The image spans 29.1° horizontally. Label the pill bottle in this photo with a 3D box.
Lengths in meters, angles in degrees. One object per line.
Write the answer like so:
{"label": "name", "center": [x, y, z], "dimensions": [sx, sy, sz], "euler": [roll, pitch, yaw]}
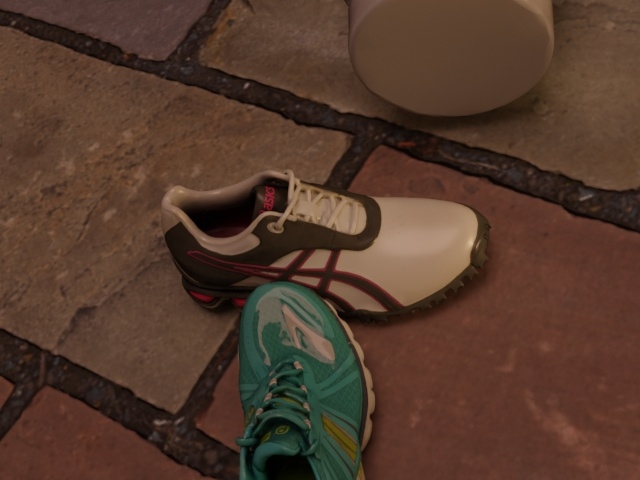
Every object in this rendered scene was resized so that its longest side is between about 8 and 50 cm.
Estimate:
{"label": "pill bottle", "center": [0.117, -0.303, 1.115], "dimensions": [0.204, 0.204, 0.361], "euler": [-7, 56, 15]}

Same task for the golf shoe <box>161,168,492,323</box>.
{"label": "golf shoe", "center": [0.000, 0.000, 1.007], "dimensions": [0.273, 0.120, 0.105], "euler": [-5, 54, 15]}

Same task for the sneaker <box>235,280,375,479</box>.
{"label": "sneaker", "center": [-0.015, 0.144, 0.910], "dimensions": [0.107, 0.110, 0.275], "euler": [-14, 58, 9]}
